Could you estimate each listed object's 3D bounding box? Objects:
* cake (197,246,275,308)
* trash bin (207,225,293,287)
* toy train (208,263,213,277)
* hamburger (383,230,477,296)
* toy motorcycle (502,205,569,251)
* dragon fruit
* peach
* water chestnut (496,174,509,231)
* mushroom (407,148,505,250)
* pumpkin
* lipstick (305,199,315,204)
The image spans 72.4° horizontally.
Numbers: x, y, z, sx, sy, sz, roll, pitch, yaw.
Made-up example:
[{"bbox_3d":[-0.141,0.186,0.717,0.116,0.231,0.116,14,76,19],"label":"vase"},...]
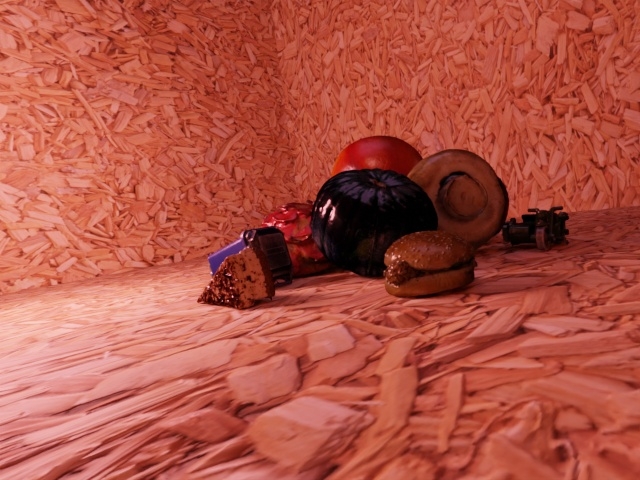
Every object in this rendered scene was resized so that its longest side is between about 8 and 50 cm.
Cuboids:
[{"bbox_3d":[-0.226,0.091,1.101,0.112,0.135,0.246,-12,5,-39],"label":"cake"},{"bbox_3d":[-0.213,0.072,1.313,0.235,0.183,0.163,-19,-5,36],"label":"trash bin"},{"bbox_3d":[-0.323,0.101,1.645,0.202,0.081,0.060,-7,3,13],"label":"toy train"},{"bbox_3d":[0.225,0.046,0.921,0.190,0.122,0.215,-3,7,35],"label":"hamburger"},{"bbox_3d":[0.659,-0.038,1.364,0.205,0.127,0.275,-1,3,40],"label":"toy motorcycle"},{"bbox_3d":[-0.065,-0.016,1.548,0.371,0.248,0.386,-9,13,21],"label":"dragon fruit"},{"bbox_3d":[0.231,-0.201,1.663,0.389,0.388,0.388,-8,3,0],"label":"peach"},{"bbox_3d":[0.569,-0.104,1.710,0.351,0.350,0.302,-5,-39,46],"label":"water chestnut"},{"bbox_3d":[0.426,-0.124,1.418,0.353,0.352,0.260,-8,-8,-3],"label":"mushroom"},{"bbox_3d":[0.153,-0.058,1.256,0.364,0.266,0.363,5,26,-2],"label":"pumpkin"},{"bbox_3d":[-0.009,-0.135,1.657,0.107,0.025,0.025,18,-30,-21],"label":"lipstick"}]
